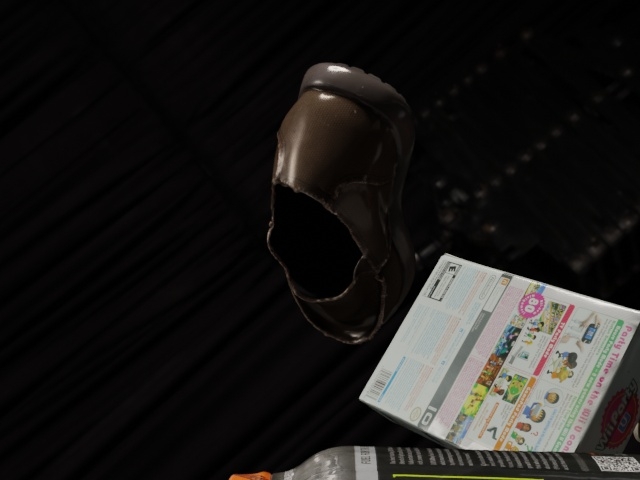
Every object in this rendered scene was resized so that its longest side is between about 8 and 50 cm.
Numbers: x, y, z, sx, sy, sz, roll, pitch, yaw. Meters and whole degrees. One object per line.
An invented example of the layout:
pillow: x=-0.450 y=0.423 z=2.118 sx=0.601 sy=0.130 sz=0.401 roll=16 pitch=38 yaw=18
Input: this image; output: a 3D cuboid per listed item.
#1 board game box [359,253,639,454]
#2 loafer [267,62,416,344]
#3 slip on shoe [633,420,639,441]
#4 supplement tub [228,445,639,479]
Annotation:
board game box: x=0.225 y=0.159 z=1.224 sx=0.303 sy=0.224 sz=0.097 roll=19 pitch=-17 yaw=48
loafer: x=0.000 y=0.000 z=0.919 sx=0.133 sy=0.130 sz=0.366 roll=24 pitch=-28 yaw=19
slip on shoe: x=0.440 y=0.205 z=1.380 sx=0.051 sy=0.136 sz=0.041 roll=13 pitch=-12 yaw=-13
supplement tub: x=0.102 y=0.246 z=0.702 sx=0.207 sy=0.337 sz=0.207 roll=2 pitch=90 yaw=-89
